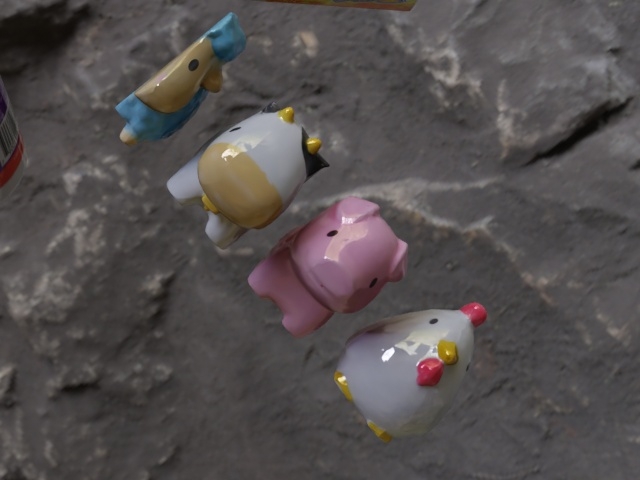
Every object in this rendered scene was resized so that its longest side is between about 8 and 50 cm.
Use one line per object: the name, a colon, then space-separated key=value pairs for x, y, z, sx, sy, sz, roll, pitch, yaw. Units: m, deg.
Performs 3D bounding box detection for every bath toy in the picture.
bath toy: x=0.000 y=0.000 z=0.897 sx=0.348 sy=0.129 sz=0.151 roll=50 pitch=-174 yaw=-12

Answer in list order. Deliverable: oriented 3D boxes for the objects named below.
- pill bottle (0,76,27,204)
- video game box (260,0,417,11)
pill bottle: x=-0.244 y=-0.104 z=0.669 sx=0.108 sy=0.108 sz=0.194 roll=25 pitch=144 yaw=29
video game box: x=-0.034 y=-0.163 z=0.560 sx=0.187 sy=0.205 sz=0.048 roll=146 pitch=126 yaw=-80
